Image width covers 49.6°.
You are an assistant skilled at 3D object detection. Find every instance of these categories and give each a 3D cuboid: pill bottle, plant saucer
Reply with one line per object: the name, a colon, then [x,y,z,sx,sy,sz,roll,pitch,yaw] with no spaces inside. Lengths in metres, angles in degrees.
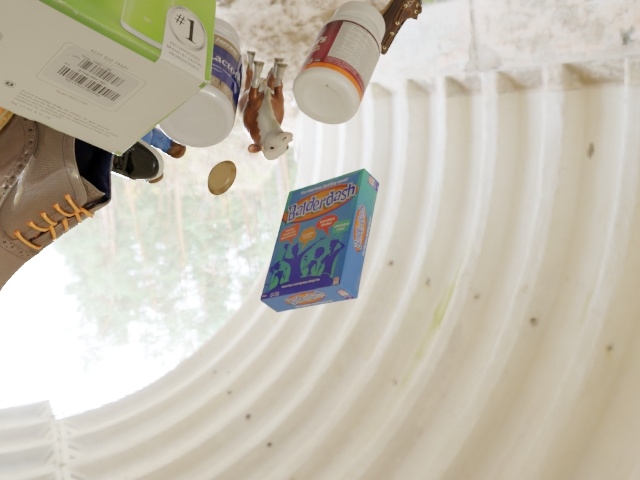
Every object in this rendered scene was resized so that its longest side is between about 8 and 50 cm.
pill bottle: [-0.233,-0.322,1.380,0.153,0.153,0.264,-4,-132,6]
pill bottle: [0.039,-0.322,1.239,0.121,0.121,0.221,1,-129,27]
plant saucer: [-0.217,-0.138,1.497,0.015,0.083,0.083,32,-149,30]

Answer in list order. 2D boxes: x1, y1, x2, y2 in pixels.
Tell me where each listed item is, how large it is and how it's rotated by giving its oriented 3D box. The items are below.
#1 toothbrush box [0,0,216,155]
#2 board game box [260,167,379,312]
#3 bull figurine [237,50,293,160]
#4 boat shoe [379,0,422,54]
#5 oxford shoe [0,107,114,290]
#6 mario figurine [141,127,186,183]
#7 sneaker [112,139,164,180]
toothbrush box: [-0.185,-0.235,0.484,0.206,0.283,0.122,24,142,-38]
board game box: [0.000,0.000,1.075,0.160,0.210,0.047,-15,139,37]
bull figurine: [-0.120,-0.292,1.479,0.101,0.188,0.310,4,-159,-17]
boat shoe: [0.178,-0.490,1.471,0.073,0.207,0.073,44,-156,7]
oxford shoe: [-0.305,-0.041,0.713,0.133,0.363,0.130,23,172,15]
mario figurine: [-0.419,-0.217,1.525,0.170,0.198,0.320,5,168,24]
sneaker: [-0.384,-0.140,1.166,0.217,0.079,0.121,21,-152,13]
